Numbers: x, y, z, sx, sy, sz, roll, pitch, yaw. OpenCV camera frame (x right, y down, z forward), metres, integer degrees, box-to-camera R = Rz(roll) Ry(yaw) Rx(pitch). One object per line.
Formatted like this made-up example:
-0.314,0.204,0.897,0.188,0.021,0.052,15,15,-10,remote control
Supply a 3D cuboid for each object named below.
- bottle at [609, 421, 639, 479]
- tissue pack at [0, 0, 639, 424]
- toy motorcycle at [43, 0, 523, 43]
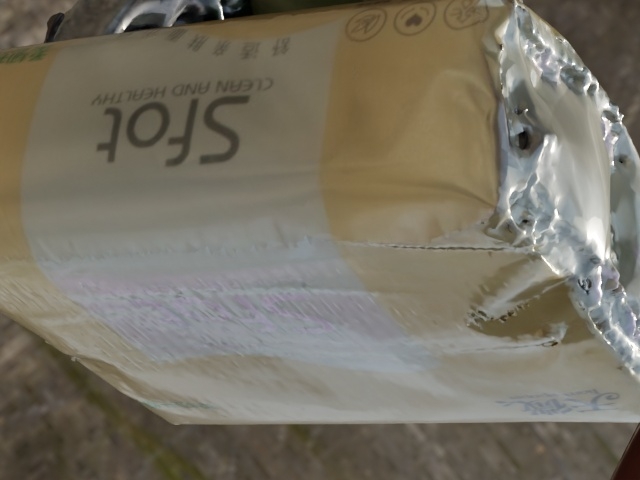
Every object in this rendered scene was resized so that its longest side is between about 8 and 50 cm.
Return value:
0.098,0.116,0.390,0.144,0.144,0.336,-37,156,-41,bottle
0.000,0.000,0.631,0.222,0.090,0.186,-1,154,28,tissue pack
0.019,-0.137,0.707,0.127,0.205,0.275,-3,119,-63,toy motorcycle
